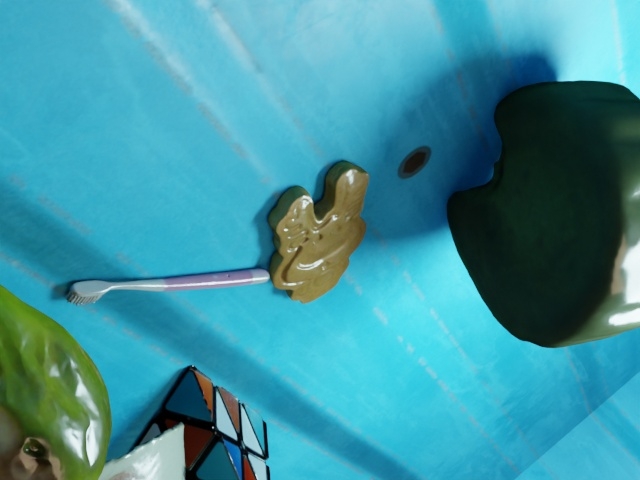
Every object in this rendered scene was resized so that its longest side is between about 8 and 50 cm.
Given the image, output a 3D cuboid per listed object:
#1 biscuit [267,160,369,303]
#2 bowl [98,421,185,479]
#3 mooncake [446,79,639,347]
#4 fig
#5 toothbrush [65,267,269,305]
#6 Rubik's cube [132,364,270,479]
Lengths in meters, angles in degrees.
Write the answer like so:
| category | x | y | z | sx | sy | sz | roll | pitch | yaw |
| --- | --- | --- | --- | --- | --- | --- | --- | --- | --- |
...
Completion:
| category | x | y | z | sx | sy | sz | roll | pitch | yaw |
| --- | --- | --- | --- | --- | --- | --- | --- | --- | --- |
| biscuit | -0.003 | 0.002 | 1.290 | 0.144 | 0.040 | 0.236 | -24 | 145 | -17 |
| bowl | -0.277 | 0.358 | 1.193 | 0.337 | 0.157 | 0.337 | -28 | 175 | -3 |
| mooncake | 0.335 | -0.034 | 1.350 | 0.187 | 0.351 | 0.351 | -3 | 135 | -32 |
| fig | -0.307 | 0.132 | 0.987 | 0.206 | 0.206 | 0.275 | -19 | 111 | -33 |
| toothbrush | -0.167 | 0.051 | 1.174 | 0.286 | 0.020 | 0.025 | -3 | 142 | -46 |
| Rubik's cube | -0.155 | 0.361 | 1.392 | 0.250 | 0.234 | 0.284 | -37 | 151 | -6 |
